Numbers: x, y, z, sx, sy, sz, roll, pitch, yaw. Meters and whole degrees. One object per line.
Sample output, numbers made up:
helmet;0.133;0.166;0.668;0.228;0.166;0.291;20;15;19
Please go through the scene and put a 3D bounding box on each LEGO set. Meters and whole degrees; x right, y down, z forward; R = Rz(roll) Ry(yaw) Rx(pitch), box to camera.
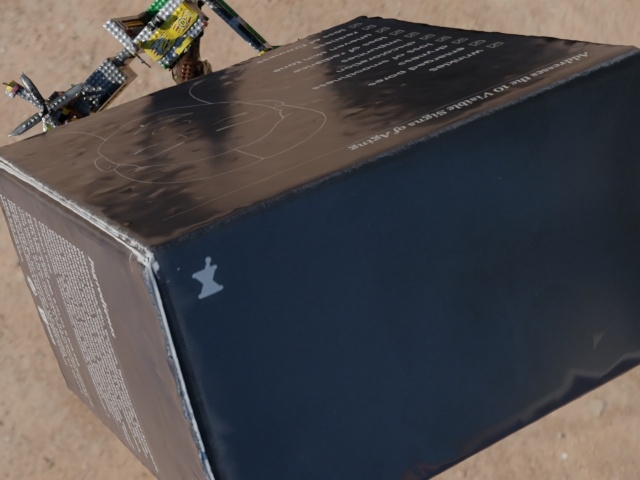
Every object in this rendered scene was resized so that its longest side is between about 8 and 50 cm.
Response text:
LEGO set;-0.182;-0.167;1.418;0.331;0.192;0.255;-37;97;11

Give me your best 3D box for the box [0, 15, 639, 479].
box;0.000;0.000;1.166;0.471;0.479;0.297;22;131;60
